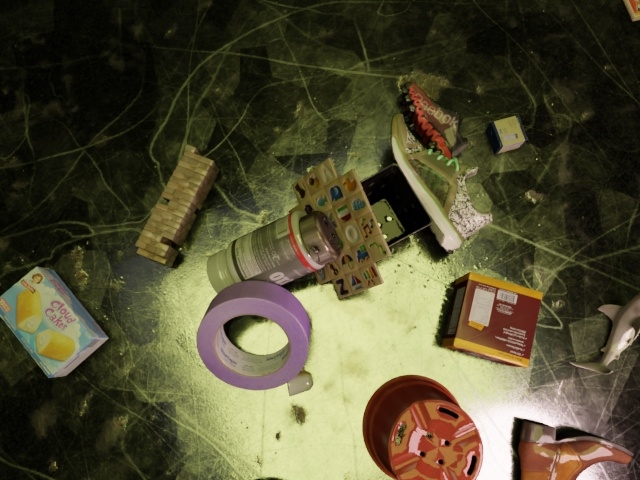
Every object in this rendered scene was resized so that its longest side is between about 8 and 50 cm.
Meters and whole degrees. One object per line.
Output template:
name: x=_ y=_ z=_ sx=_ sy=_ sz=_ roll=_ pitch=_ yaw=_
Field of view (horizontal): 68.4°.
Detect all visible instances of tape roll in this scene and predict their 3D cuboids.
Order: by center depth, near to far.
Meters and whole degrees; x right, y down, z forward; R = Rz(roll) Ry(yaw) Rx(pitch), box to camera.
tape roll: x=-0.164 y=0.241 z=1.182 sx=0.275 sy=0.090 sz=0.275 roll=1 pitch=114 yaw=2

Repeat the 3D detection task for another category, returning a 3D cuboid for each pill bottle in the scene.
pill bottle: x=-0.142 y=0.048 z=1.230 sx=0.283 sy=0.161 sz=0.161 roll=-24 pitch=77 yaw=17

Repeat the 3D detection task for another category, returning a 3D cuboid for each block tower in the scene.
block tower: x=-0.400 y=-0.097 z=1.336 sx=0.097 sy=0.091 sz=0.335 roll=21 pitch=79 yaw=5

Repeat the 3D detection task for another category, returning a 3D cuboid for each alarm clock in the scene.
alarm clock: x=0.000 y=0.000 z=1.133 sx=0.064 sy=0.192 sz=0.129 roll=-23 pitch=110 yaw=20

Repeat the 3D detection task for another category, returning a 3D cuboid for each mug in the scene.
mug: x=-0.056 y=0.366 z=1.240 sx=0.064 sy=0.062 sz=0.078 roll=-7 pitch=86 yaw=-8

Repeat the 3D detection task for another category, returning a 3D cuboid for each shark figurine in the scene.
shark figurine: x=0.778 y=0.231 z=1.247 sx=0.116 sy=0.166 sz=0.278 roll=37 pitch=99 yaw=34

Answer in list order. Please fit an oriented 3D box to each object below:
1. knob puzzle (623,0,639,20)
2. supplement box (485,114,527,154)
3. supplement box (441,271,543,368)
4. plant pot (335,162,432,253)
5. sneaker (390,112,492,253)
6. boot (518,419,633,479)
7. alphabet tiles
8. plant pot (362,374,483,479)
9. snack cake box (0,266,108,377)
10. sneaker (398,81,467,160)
knob puzzle: x=1.045 y=-0.802 z=1.491 sx=0.213 sy=0.030 sz=0.213 roll=0 pitch=77 yaw=2
supplement box: x=0.544 y=-0.309 z=1.378 sx=0.083 sy=0.056 sz=0.083 roll=-15 pitch=77 yaw=-2
supplement box: x=0.443 y=0.209 z=1.227 sx=0.191 sy=0.129 sz=0.194 roll=16 pitch=78 yaw=4
plant pot: x=0.163 y=-0.065 z=1.276 sx=0.188 sy=0.167 sz=0.187 roll=-28 pitch=78 yaw=-4
sneaker: x=0.328 y=-0.179 z=1.282 sx=0.182 sy=0.158 sz=0.410 roll=-28 pitch=88 yaw=15
boot: x=0.612 y=0.611 z=1.150 sx=0.264 sy=0.096 sz=0.280 roll=10 pitch=79 yaw=3
alphabet tiles: x=0.039 y=-0.025 z=1.227 sx=0.011 sy=0.285 sz=0.342 roll=-19 pitch=83 yaw=-41
plant pot: x=0.242 y=0.462 z=1.105 sx=0.272 sy=0.265 sz=0.272 roll=0 pitch=77 yaw=1
snack cake box: x=-0.728 y=0.219 z=1.274 sx=0.152 sy=0.089 sz=0.264 roll=-43 pitch=80 yaw=-7
sneaker: x=0.333 y=-0.354 z=1.373 sx=0.135 sy=0.097 sz=0.276 roll=-27 pitch=80 yaw=-4
